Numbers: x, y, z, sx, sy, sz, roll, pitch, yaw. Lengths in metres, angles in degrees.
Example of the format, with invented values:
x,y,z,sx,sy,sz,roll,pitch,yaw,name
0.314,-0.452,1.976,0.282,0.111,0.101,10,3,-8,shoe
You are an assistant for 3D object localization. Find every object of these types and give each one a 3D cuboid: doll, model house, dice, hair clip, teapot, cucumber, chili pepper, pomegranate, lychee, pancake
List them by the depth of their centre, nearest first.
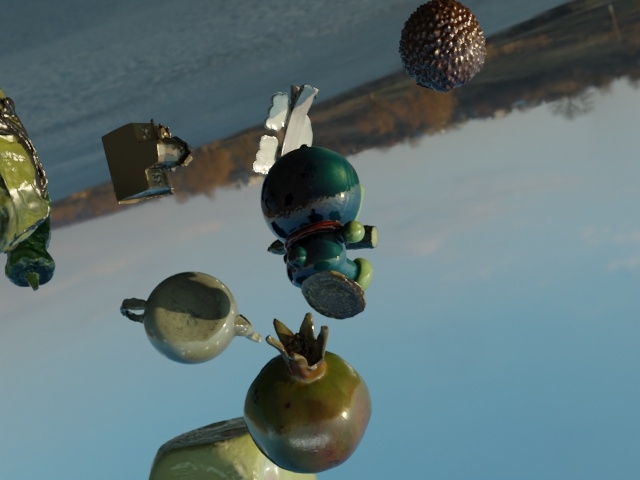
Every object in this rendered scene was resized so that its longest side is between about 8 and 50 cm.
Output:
x,y,z,sx,sy,sz,roll,pitch,yaw,name
-0.021,0.211,1.179,0.182,0.224,0.181,-4,-146,3,pomegranate
0.023,0.093,1.436,0.115,0.115,0.011,-15,-146,27,pancake
-0.010,-0.045,1.601,0.198,0.321,0.186,-32,146,31,doll
-0.164,0.480,1.624,0.254,0.252,0.250,-11,178,22,dice
0.241,-0.390,1.683,0.188,0.188,0.188,-19,-172,3,lychee
-0.265,0.161,1.743,0.294,0.193,0.129,9,155,-1,teapot
-0.644,-0.001,1.863,0.099,0.270,0.136,-27,146,14,chili pepper
-0.068,-0.241,1.886,0.140,0.220,0.054,13,-175,-43,hair clip
-0.373,-0.202,2.058,0.176,0.180,0.248,-14,-179,30,model house
0.000,0.000,2.165,0.294,0.067,0.067,-5,-168,16,cucumber

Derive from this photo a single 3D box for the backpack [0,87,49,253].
x,y,z,sx,sy,sz,roll,pitch,yaw,name
-0.505,-0.102,1.251,0.207,0.253,0.140,-33,179,44,backpack
